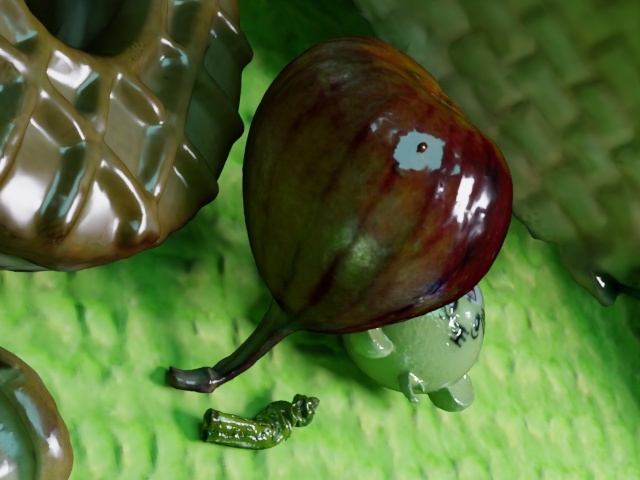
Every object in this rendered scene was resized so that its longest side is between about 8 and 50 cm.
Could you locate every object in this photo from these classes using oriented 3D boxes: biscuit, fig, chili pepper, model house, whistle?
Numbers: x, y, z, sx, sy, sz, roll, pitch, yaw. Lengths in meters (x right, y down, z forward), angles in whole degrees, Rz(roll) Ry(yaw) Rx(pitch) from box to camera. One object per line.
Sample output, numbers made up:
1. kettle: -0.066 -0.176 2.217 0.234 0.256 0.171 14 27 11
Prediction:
1. biscuit: -0.157 -0.139 0.961 0.332 0.103 0.332 28 55 -49
2. fig: 0.026 -0.010 1.029 0.148 0.149 0.202 7 88 -48
3. chili pepper: -0.032 0.100 1.044 0.083 0.022 0.027 -7 71 -44
4. model house: 0.287 -0.257 1.177 0.395 0.400 0.445 51 43 -17
5. whistle: 0.057 0.003 1.154 0.105 0.085 0.227 37 41 -36

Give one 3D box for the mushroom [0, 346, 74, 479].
1. mushroom: -0.228 0.134 0.738 0.128 0.128 0.350 56 35 -1
